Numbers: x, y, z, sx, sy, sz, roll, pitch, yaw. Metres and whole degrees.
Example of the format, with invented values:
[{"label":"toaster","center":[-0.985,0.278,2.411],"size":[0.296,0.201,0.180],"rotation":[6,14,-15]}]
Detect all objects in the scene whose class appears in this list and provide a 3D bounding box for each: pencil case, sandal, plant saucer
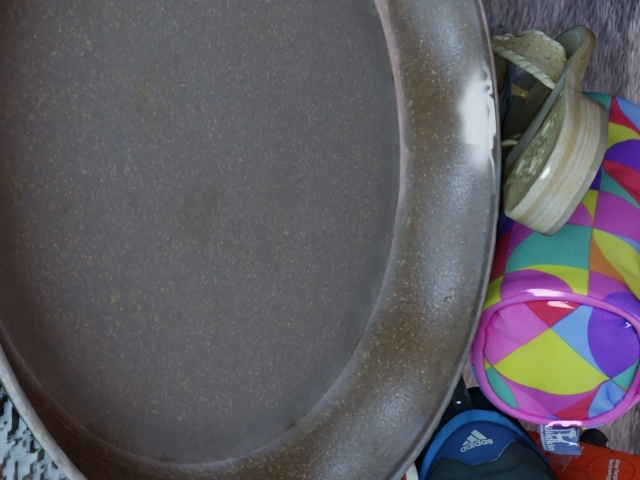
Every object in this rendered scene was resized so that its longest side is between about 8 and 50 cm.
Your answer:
[{"label":"pencil case","center":[0.144,0.007,0.735],"size":[0.236,0.104,0.104],"rotation":[-69,152,-54]},{"label":"sandal","center":[0.093,-0.080,0.699],"size":[0.088,0.079,0.240],"rotation":[-60,-173,21]},{"label":"plant saucer","center":[-0.028,-0.038,0.504],"size":[0.310,0.050,0.310],"rotation":[1,88,-53]}]

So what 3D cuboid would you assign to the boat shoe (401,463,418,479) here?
[{"label":"boat shoe","center":[0.024,0.176,0.692],"size":[0.043,0.049,0.137],"rotation":[-2,105,-15]}]

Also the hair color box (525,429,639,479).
[{"label":"hair color box","center":[0.151,0.161,0.800],"size":[0.043,0.141,0.072],"rotation":[-41,130,-48]}]

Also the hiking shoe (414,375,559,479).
[{"label":"hiking shoe","center":[0.107,0.203,0.767],"size":[0.304,0.113,0.132],"rotation":[87,-6,-48]}]

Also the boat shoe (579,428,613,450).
[{"label":"boat shoe","center":[0.208,0.198,1.002],"size":[0.038,0.046,0.125],"rotation":[-41,123,-41]}]
